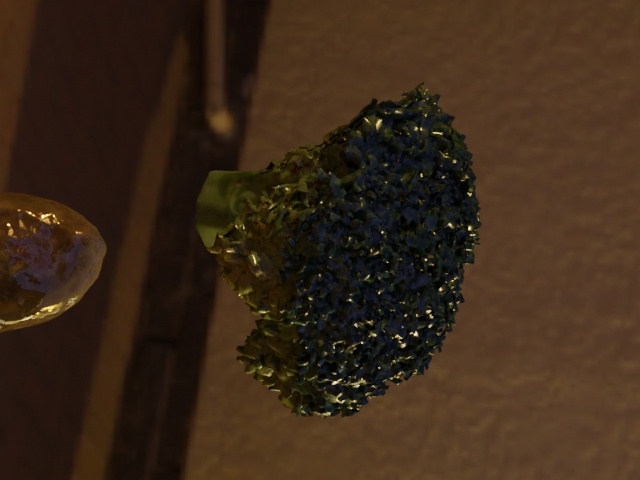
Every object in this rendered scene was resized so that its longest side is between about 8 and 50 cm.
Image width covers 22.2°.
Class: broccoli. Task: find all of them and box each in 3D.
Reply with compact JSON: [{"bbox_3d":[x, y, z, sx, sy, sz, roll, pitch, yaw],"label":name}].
[{"bbox_3d":[0.000,0.000,1.031,0.194,0.194,0.219,15,88,-80],"label":"broccoli"}]

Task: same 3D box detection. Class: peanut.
[{"bbox_3d":[-0.261,0.030,1.165,0.110,0.236,0.120,-87,157,-54],"label":"peanut"}]
